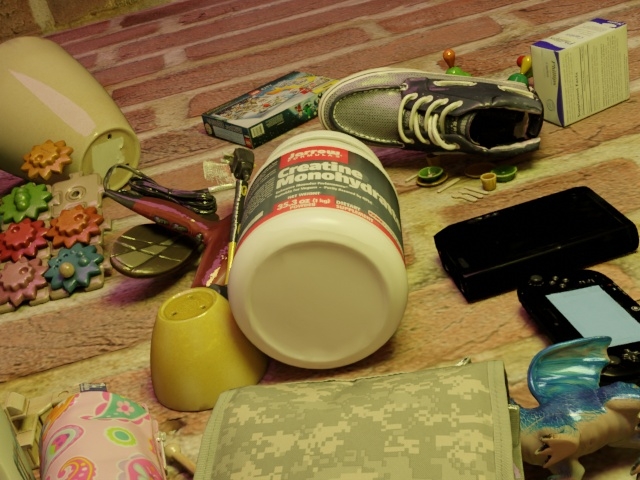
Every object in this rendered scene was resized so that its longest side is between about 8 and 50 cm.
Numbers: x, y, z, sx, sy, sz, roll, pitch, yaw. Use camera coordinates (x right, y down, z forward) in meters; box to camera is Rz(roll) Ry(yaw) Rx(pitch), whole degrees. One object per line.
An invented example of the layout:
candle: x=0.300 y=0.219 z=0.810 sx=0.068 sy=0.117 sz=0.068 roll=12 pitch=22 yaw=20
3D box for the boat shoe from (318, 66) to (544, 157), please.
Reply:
boat shoe: x=0.163 y=-0.185 z=1.319 sx=0.340 sy=0.127 sz=0.158 roll=-2 pitch=16 yaw=4

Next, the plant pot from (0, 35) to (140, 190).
plant pot: x=-0.453 y=-0.192 z=1.593 sx=0.274 sy=0.257 sz=0.256 roll=32 pitch=50 yaw=33

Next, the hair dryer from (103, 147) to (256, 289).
hair dryer: x=-0.164 y=-0.011 z=1.217 sx=0.223 sy=0.080 sz=0.294 roll=-11 pitch=42 yaw=-13

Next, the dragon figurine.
dragon figurine: x=0.230 y=0.141 z=0.784 sx=0.289 sy=0.085 sz=0.144 roll=-16 pitch=28 yaw=-2

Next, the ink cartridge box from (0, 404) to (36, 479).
ink cartridge box: x=-0.318 y=0.228 z=0.781 sx=0.128 sy=0.176 sz=0.127 roll=-22 pitch=28 yaw=-14

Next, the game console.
game console: x=0.276 y=0.045 z=0.988 sx=0.213 sy=0.044 sz=0.361 roll=-17 pitch=28 yaw=-5

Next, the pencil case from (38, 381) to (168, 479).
pencil case: x=-0.171 y=0.236 z=0.761 sx=0.124 sy=0.124 sz=0.284 roll=-20 pitch=26 yaw=-12

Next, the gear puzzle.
gear puzzle: x=-0.406 y=-0.048 z=1.361 sx=0.175 sy=0.044 sz=0.339 roll=-14 pitch=48 yaw=0

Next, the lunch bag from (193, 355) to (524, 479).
lunch bag: x=0.032 y=0.212 z=0.645 sx=0.235 sy=0.169 sz=0.287 roll=-8 pitch=37 yaw=12

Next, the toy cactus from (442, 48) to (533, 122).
toy cactus: x=0.283 y=-0.248 z=1.486 sx=0.218 sy=0.112 sz=0.180 roll=-14 pitch=36 yaw=-18

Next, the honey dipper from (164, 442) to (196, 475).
honey dipper: x=-0.103 y=0.226 z=0.849 sx=0.030 sy=0.031 sz=0.160 roll=-31 pitch=28 yaw=-29

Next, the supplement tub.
supplement tub: x=0.000 y=0.000 z=1.041 sx=0.191 sy=0.191 sz=0.272 roll=-11 pitch=28 yaw=7

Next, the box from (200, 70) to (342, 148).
box: x=-0.086 y=-0.251 z=1.705 sx=0.233 sy=0.044 sz=0.159 roll=-31 pitch=32 yaw=-28

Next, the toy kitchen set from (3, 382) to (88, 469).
toy kitchen set: x=-0.288 y=0.185 z=0.964 sx=0.075 sy=0.068 sz=0.083 roll=-15 pitch=28 yaw=-2

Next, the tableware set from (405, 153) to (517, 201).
tableware set: x=0.204 y=-0.101 z=1.314 sx=0.104 sy=0.024 sz=0.154 roll=-29 pitch=31 yaw=-27

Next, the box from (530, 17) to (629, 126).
box: x=0.406 y=-0.264 z=1.410 sx=0.137 sy=0.126 sz=0.072 roll=-24 pitch=30 yaw=-18

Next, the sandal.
sandal: x=-0.214 y=0.009 z=1.260 sx=0.090 sy=0.060 sz=0.219 roll=27 pitch=28 yaw=7

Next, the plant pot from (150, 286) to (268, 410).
plant pot: x=-0.134 y=0.109 z=1.004 sx=0.134 sy=0.095 sz=0.134 roll=-11 pitch=27 yaw=6

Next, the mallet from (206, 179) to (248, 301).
mallet: x=-0.113 y=0.008 z=1.109 sx=0.039 sy=0.062 sz=0.190 roll=-19 pitch=64 yaw=39

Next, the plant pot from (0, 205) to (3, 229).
plant pot: x=-0.663 y=-0.096 z=1.494 sx=0.252 sy=0.248 sz=0.247 roll=31 pitch=49 yaw=30
